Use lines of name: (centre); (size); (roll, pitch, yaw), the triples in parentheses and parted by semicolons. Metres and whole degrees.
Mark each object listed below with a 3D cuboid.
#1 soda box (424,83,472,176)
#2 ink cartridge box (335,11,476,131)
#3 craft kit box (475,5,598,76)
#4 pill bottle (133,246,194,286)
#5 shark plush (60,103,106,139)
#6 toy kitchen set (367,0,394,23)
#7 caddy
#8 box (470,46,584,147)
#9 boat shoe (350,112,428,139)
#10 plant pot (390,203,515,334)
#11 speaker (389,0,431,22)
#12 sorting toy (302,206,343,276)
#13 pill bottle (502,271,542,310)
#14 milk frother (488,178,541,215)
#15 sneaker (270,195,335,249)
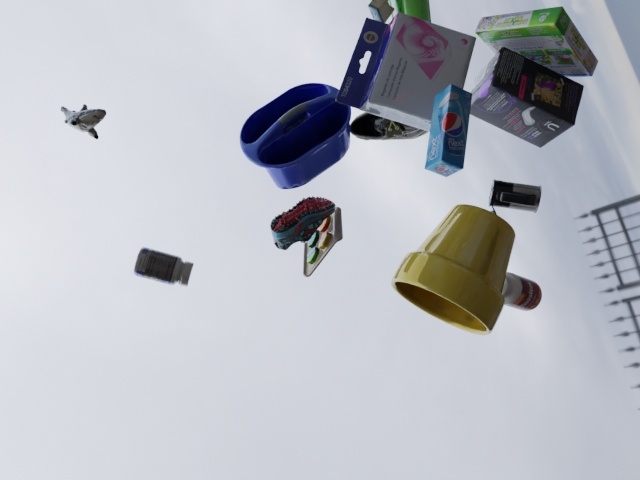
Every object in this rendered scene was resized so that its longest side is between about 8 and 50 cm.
soda box: (0.314, -0.268, 1.241); (0.067, 0.071, 0.210); (16, -107, -19)
ink cartridge box: (0.245, -0.484, 1.426); (0.330, 0.071, 0.324); (18, -110, 1)
craft kit box: (0.603, -0.544, 1.420); (0.246, 0.249, 0.061); (22, -90, -39)
pill bottle: (-0.399, 0.070, 1.295); (0.137, 0.078, 0.078); (17, -128, -10)
shark plush: (-0.565, -0.293, 1.206); (0.073, 0.161, 0.067); (31, -97, -44)
toy kitchen set: (0.108, -0.781, 1.616); (0.207, 0.122, 0.166); (44, -175, 25)
caddy: (-0.067, -0.315, 1.465); (0.241, 0.341, 0.179); (48, 167, 26)
box: (0.594, -0.415, 1.487); (0.270, 0.165, 0.143); (24, -108, -6)
boat shoe: (0.216, -0.356, 1.539); (0.091, 0.305, 0.109); (-12, -80, -39)
plant pot: (0.328, 0.056, 1.185); (0.254, 0.254, 0.239); (38, -105, -35)
speaker: (0.298, -0.799, 1.692); (0.296, 0.131, 0.131); (63, -156, -55)
sorting toy: (0.000, 0.000, 1.745); (0.038, 0.208, 0.193); (29, -147, -21)
pill bottle: (0.494, 0.129, 1.303); (0.152, 0.086, 0.086); (17, -122, -36)
milk frother: (0.562, -0.094, 1.486); (0.129, 0.134, 0.143); (-59, -25, -56)
sneaker: (-0.060, -0.057, 1.693); (0.261, 0.104, 0.125); (-29, -42, -29)
